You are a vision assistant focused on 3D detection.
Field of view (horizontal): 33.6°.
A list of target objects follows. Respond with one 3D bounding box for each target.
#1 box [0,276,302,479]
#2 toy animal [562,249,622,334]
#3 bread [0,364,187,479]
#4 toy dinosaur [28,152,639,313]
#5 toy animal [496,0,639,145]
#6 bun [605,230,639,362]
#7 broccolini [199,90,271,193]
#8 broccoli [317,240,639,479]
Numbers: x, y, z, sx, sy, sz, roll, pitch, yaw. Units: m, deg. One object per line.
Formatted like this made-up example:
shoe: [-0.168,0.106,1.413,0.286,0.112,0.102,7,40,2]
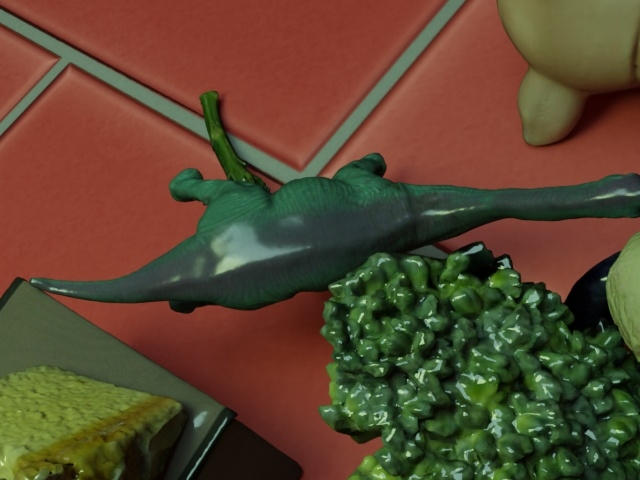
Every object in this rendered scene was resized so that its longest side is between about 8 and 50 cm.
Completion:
box: [-0.172,0.177,0.839,0.252,0.153,0.188,22,72,34]
toy animal: [0.307,0.007,0.701,0.298,0.185,0.122,-24,57,29]
bread: [-0.179,0.154,0.725,0.147,0.127,0.152,14,33,31]
toy dinosaur: [0.000,0.000,0.765,0.383,0.129,0.331,-16,9,-20]
toy animal: [0.289,-0.184,0.844,0.269,0.237,0.326,-21,54,-3]
bun: [0.205,0.046,0.596,0.115,0.115,0.069,37,86,37]
broccolini: [-0.080,-0.073,1.038,0.054,0.051,0.239,-34,44,8]
broccoli: [0.101,0.149,0.684,0.248,0.245,0.288,-9,81,-19]
